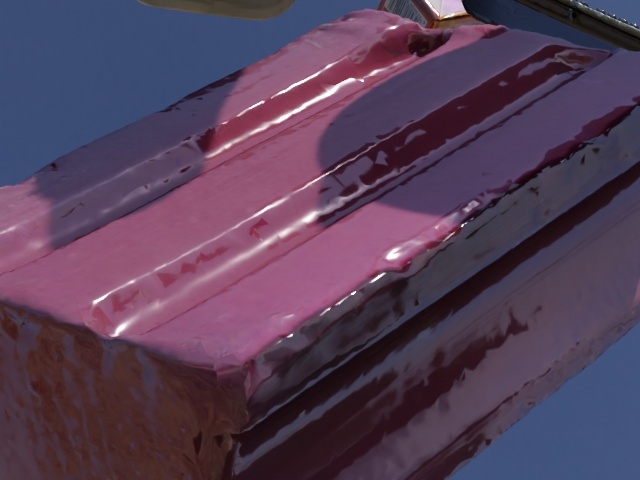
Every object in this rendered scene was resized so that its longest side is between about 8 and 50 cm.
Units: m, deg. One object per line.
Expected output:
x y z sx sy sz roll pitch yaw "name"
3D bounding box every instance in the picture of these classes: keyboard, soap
0.200 -0.157 1.321 0.025 0.230 0.094 -55 -26 -13 "keyboard"
-0.003 0.006 0.816 0.233 0.359 0.128 15 -58 38 "soap"

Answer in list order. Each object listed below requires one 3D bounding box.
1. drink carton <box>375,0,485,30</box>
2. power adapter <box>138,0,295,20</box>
0.079 -0.146 1.581 0.096 0.071 0.223 -12 -35 -36 "drink carton"
-0.067 -0.214 1.145 0.125 0.205 0.130 8 -75 0 "power adapter"
